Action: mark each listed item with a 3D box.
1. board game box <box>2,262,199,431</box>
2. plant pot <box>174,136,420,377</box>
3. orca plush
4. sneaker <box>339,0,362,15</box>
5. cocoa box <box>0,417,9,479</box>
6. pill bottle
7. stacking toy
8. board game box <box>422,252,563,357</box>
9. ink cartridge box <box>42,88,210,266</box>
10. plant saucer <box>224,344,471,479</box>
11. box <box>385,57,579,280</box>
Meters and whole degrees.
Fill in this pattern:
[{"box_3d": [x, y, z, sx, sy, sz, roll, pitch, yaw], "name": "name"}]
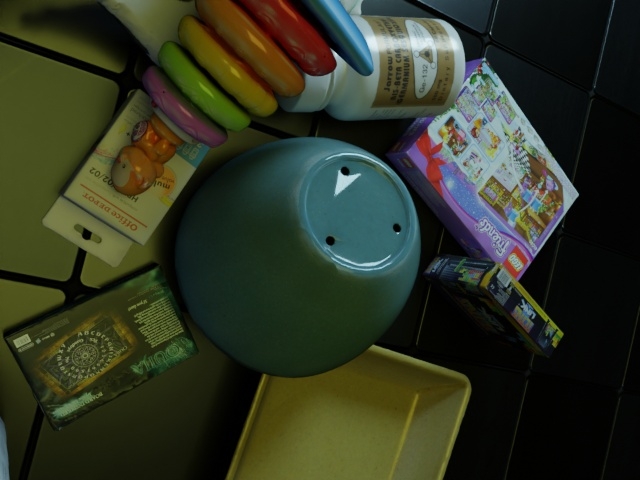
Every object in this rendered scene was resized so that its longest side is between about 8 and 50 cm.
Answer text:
[{"box_3d": [-0.251, 0.122, 0.740, 0.186, 0.026, 0.126, -27, 106, -23], "name": "board game box"}, {"box_3d": [0.000, 0.000, 0.714, 0.290, 0.195, 0.290, 8, 70, -23], "name": "plant pot"}, {"box_3d": [-0.183, -0.242, 0.714, 0.287, 0.102, 0.151, 8, 117, -38], "name": "orca plush"}, {"box_3d": [0.053, -0.371, 0.848, 0.061, 0.054, 0.152, 29, 87, -35], "name": "sneaker"}, {"box_3d": [-0.479, 0.193, 0.512, 0.347, 0.231, 0.228, -30, 106, -22], "name": "cocoa box"}, {"box_3d": [0.060, -0.222, 0.813, 0.229, 0.131, 0.131, -8, 98, -26], "name": "pill bottle"}, {"box_3d": [-0.114, -0.160, 0.646, 0.302, 0.175, 0.166, -43, 143, 9], "name": "stacking toy"}, {"box_3d": [0.254, 0.094, 0.934, 0.170, 0.141, 0.048, 44, 73, -23], "name": "board game box"}, {"box_3d": [-0.221, -0.066, 0.720, 0.104, 0.061, 0.181, 36, 78, -25], "name": "ink cartridge box"}, {"box_3d": [0.020, 0.299, 0.866, 0.333, 0.081, 0.332, 22, 84, -26], "name": "plant saucer"}, {"box_3d": [0.258, -0.099, 0.967, 0.293, 0.057, 0.201, 47, 73, -23], "name": "box"}]
